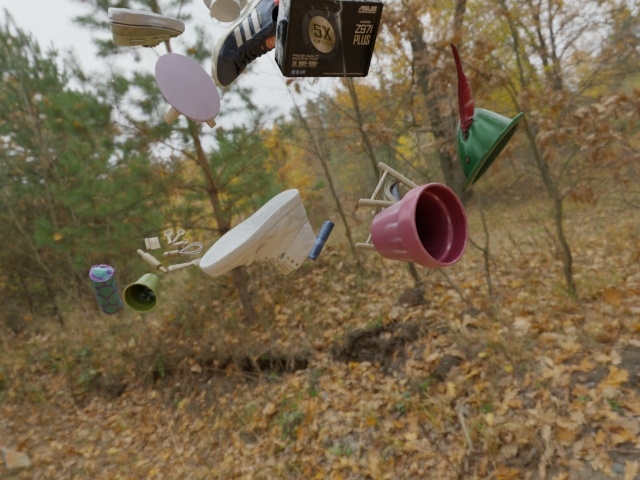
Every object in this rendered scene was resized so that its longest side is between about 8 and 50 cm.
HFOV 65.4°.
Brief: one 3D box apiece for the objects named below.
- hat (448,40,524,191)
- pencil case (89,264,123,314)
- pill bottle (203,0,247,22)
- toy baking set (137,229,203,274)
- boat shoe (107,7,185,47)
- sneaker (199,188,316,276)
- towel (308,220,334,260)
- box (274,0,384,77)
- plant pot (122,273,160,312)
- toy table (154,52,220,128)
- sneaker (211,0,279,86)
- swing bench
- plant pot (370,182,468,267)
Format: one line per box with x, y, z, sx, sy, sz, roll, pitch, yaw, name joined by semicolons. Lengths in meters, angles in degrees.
0.279;-0.232;0.989;0.209;0.183;0.173;-56;-16;17;hat
-0.594;0.136;1.387;0.064;0.152;0.070;7;42;-1;pencil case
-0.305;-0.820;1.577;0.146;0.264;0.146;-7;-25;-3;pill bottle
-0.555;0.041;1.871;0.196;0.256;0.030;-39;-29;-29;toy baking set
-0.499;-0.604;1.430;0.109;0.094;0.302;21;24;14;boat shoe
-0.123;0.029;1.135;0.292;0.169;0.108;-40;30;-28;sneaker
0.000;0.000;1.395;0.029;0.120;0.067;28;-7;-5;towel
0.012;-0.396;0.949;0.180;0.147;0.078;-6;45;-19;box
-0.430;0.122;1.227;0.083;0.083;0.079;-15;23;8;plant pot
-0.482;-0.540;1.837;0.252;0.274;0.161;-31;2;-12;toy table
-0.191;-0.606;1.515;0.148;0.350;0.131;31;-4;20;sneaker
0.252;-0.056;1.465;0.254;0.165;0.253;21;-30;13;swing bench
0.230;-0.026;1.225;0.201;0.202;0.180;-19;4;-39;plant pot
